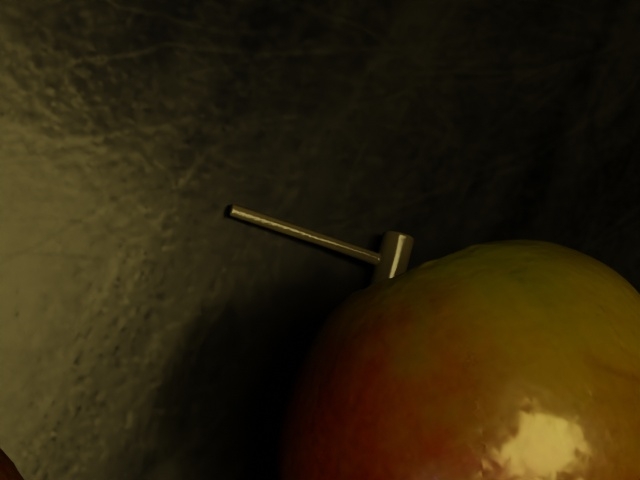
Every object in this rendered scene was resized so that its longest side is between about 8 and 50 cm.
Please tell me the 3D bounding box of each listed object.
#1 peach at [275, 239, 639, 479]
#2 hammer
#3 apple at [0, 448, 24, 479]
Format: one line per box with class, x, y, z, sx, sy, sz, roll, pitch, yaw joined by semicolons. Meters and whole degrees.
peach;0.090;0.115;0.744;0.231;0.231;0.231;2;85;-26
hammer;0.000;0.000;0.811;0.110;0.019;0.036;19;78;-22
apple;-0.236;0.186;0.533;0.319;0.277;0.319;1;87;-24
